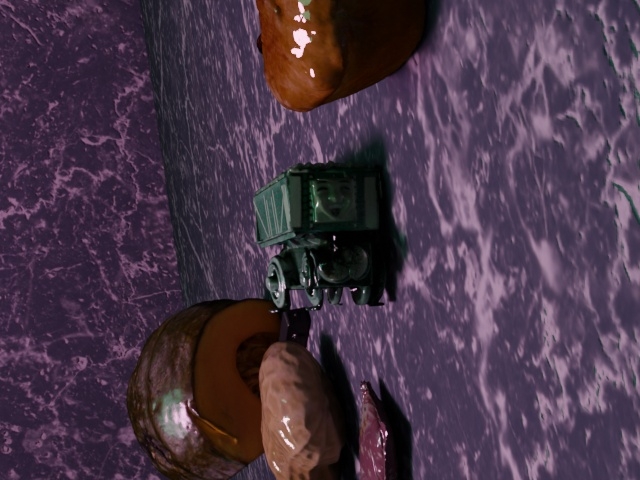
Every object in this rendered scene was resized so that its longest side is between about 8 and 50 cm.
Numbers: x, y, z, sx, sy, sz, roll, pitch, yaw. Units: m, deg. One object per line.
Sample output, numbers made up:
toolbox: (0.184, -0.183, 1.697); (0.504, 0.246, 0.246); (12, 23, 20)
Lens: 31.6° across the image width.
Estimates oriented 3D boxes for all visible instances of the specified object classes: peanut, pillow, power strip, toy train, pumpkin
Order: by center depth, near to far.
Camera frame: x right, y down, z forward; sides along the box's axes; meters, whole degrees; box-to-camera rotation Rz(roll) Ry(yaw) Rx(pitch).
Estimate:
toy train: (0.000, 0.000, 1.242); (0.269, 0.115, 0.155); (162, 106, -77)
pillow: (0.069, 0.262, 1.283); (0.118, 0.043, 0.185); (-113, 20, -65)
peanut: (-0.026, 0.255, 1.536); (0.197, 0.110, 0.233); (-114, 21, -48)
power strip: (-0.039, 0.138, 1.666); (0.111, 0.037, 0.029); (98, 157, -56)
pumpkin: (-0.174, 0.246, 1.838); (0.225, 0.256, 0.303); (-38, 62, 49)

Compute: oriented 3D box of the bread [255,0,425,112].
bread: (0.017, -0.209, 0.964); (0.134, 0.129, 0.260); (-117, 20, -50)

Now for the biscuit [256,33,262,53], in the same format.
biscuit: (-0.063, -0.345, 1.347); (0.151, 0.063, 0.235); (128, 128, -74)
